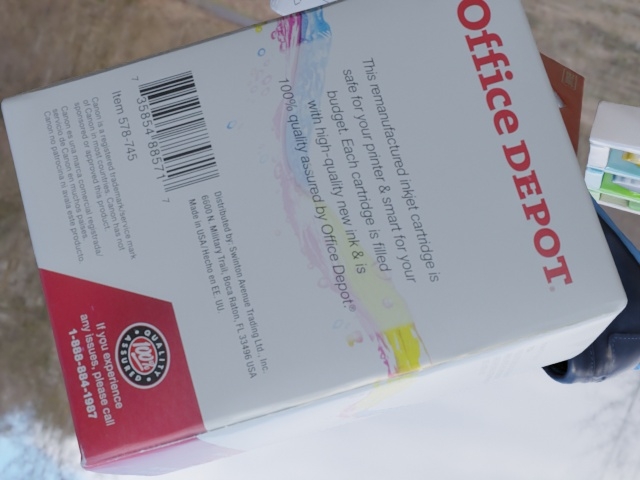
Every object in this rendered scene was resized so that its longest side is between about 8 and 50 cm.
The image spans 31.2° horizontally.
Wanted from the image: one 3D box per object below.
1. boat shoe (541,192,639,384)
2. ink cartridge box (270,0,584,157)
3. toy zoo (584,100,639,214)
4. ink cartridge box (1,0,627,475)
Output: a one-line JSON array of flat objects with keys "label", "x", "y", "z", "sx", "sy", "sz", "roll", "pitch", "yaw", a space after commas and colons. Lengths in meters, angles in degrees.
[{"label": "boat shoe", "x": 0.100, "y": -0.025, "z": 0.688, "sx": 0.089, "sy": 0.109, "sz": 0.258, "roll": -20, "pitch": -128, "yaw": -34}, {"label": "ink cartridge box", "x": 0.118, "y": -0.188, "z": 0.963, "sx": 0.261, "sy": 0.066, "sz": 0.296, "roll": 28, "pitch": -155, "yaw": 2}, {"label": "toy zoo", "x": 0.291, "y": -0.042, "z": 0.836, "sx": 0.192, "sy": 0.030, "sz": 0.293, "roll": 16, "pitch": 176, "yaw": 13}, {"label": "ink cartridge box", "x": 0.000, "y": 0.000, "z": 0.415, "sx": 0.176, "sy": 0.128, "sz": 0.127, "roll": -16, "pitch": 166, "yaw": 2}]
